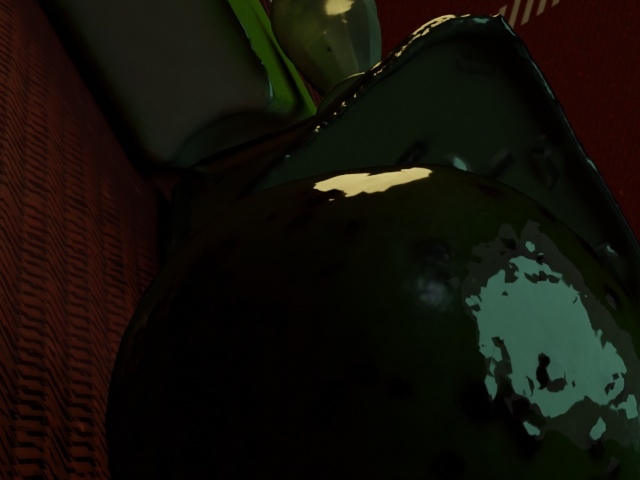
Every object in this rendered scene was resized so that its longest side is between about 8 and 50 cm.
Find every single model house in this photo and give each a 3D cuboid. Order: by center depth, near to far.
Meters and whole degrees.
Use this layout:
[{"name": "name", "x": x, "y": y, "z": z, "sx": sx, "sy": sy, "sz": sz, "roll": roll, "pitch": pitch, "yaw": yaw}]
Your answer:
[{"name": "model house", "x": 0.000, "y": 0.000, "z": 0.786, "sx": 0.279, "sy": 0.205, "sz": 0.218, "roll": 14, "pitch": -38, "yaw": 58}]

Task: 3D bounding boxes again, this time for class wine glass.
[{"name": "wine glass", "x": 0.013, "y": -0.114, "z": 0.873, "sx": 0.073, "sy": 0.073, "sz": 0.155, "roll": 54, "pitch": 11, "yaw": -33}]

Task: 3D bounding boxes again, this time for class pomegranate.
[{"name": "pomegranate", "x": 0.019, "y": 0.092, "z": 0.435, "sx": 0.202, "sy": 0.202, "sz": 0.247, "roll": 54, "pitch": 39, "yaw": -31}]

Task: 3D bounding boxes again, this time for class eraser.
[{"name": "eraser", "x": -0.092, "y": -0.148, "z": 0.893, "sx": 0.210, "sy": 0.092, "sz": 0.274, "roll": 61, "pitch": 7, "yaw": 3}]
